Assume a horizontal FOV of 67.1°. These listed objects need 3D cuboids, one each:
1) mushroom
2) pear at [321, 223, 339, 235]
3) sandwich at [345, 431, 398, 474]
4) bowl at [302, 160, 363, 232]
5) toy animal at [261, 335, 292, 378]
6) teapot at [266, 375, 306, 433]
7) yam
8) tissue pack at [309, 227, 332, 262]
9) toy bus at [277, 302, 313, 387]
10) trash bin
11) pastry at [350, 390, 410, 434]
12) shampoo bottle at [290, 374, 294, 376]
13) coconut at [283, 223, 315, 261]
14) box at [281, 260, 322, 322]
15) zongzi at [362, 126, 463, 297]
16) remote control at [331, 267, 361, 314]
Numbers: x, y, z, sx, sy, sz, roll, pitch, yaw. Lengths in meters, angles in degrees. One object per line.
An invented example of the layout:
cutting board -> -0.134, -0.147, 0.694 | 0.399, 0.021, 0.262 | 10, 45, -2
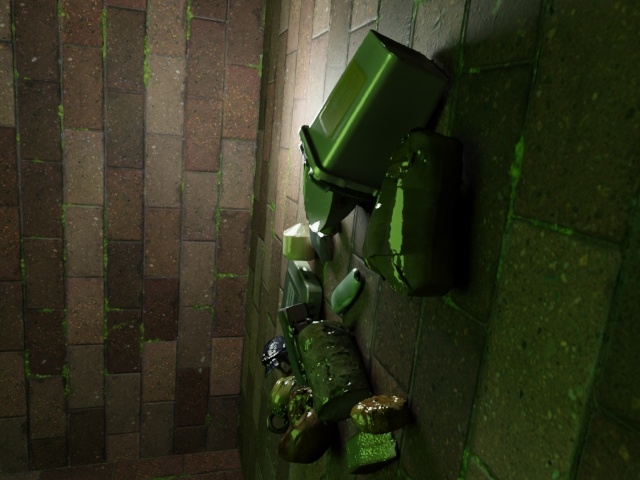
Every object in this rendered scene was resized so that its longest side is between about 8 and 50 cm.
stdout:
mushroom -> -0.041, 0.668, 1.738 | 0.263, 0.195, 0.283 | -27, -51, -69
pear -> 0.030, -0.064, 1.769 | 0.097, 0.092, 0.092 | 43, 147, 8
sandwich -> 0.133, 0.610, 1.387 | 0.258, 0.096, 0.094 | 117, 155, -48
bowl -> 0.057, -0.191, 1.568 | 0.337, 0.157, 0.337 | -179, 90, -73
toy animal -> -0.179, 0.518, 2.151 | 0.122, 0.298, 0.185 | -39, 77, 22
teapot -> -0.113, 0.668, 1.977 | 0.269, 0.182, 0.173 | -60, -19, -22
yam -> 0.041, 0.404, 1.530 | 0.300, 0.195, 0.195 | -110, 27, -46
tissue pack -> 0.000, 0.000, 1.871 | 0.156, 0.051, 0.112 | -125, 25, -59
toy bus -> -0.077, 0.410, 1.888 | 0.138, 0.112, 0.317 | -25, 76, 55
trash bin -> 0.145, -0.294, 1.209 | 0.368, 0.295, 0.256 | -59, 30, 31
pastry -> 0.155, 0.448, 1.244 | 0.153, 0.153, 0.081 | 176, 92, -72
shampoo bottle -> -0.132, 0.700, 2.197 | 0.234, 0.087, 0.118 | 116, 146, -53
coconut -> -0.086, 0.005, 2.021 | 0.147, 0.147, 0.153 | -154, 65, -71
box -> -0.096, 0.288, 2.119 | 0.373, 0.090, 0.367 | -123, 38, -62
zongzi -> 0.191, -0.074, 1.147 | 0.393, 0.174, 0.356 | -155, 71, -77
remote control -> 0.084, 0.176, 1.641 | 0.256, 0.045, 0.097 | 119, 147, -50
